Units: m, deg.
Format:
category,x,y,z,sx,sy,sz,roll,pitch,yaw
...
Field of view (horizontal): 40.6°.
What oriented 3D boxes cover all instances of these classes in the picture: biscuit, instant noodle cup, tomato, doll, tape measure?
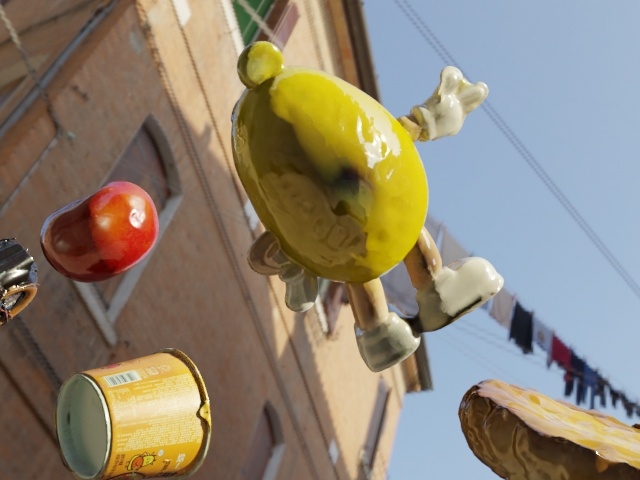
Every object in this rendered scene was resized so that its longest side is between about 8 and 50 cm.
category,x,y,z,sx,sy,sz,roll,pitch,yaw
biscuit,0.308,0.251,0.974,0.325,0.107,0.326,17,0,0
instant noodle cup,-0.300,0.282,1.352,0.172,0.216,0.216,1,-24,-45
tomato,-0.355,-0.011,1.408,0.195,0.195,0.136,-19,-74,34
doll,0.067,-0.038,1.053,0.161,0.348,0.423,24,-58,60
tape measure,-0.670,0.096,1.726,0.135,0.202,0.223,46,-43,8
